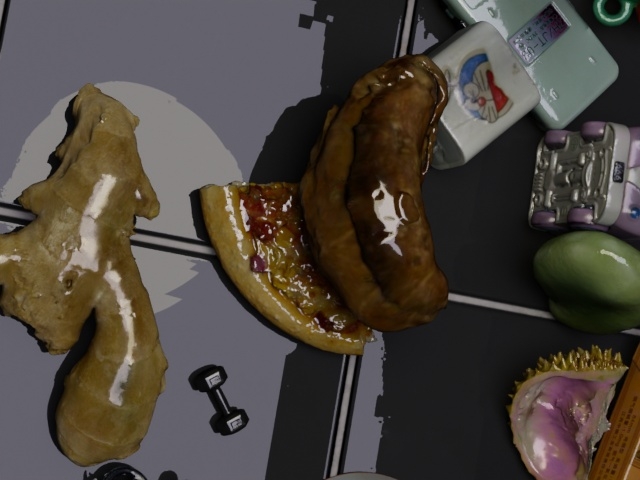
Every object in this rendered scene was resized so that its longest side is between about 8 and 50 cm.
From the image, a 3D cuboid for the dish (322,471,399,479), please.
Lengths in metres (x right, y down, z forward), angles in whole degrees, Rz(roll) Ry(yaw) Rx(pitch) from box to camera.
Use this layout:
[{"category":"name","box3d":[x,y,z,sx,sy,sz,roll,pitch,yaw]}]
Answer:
[{"category":"dish","box3d":[0.059,0.416,1.742,0.260,0.085,0.260,1,87,-17]}]

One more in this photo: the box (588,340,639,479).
[{"category":"box","box3d":[0.451,0.276,1.860,0.174,0.076,0.274,28,80,-27]}]

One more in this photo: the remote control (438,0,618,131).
[{"category":"remote control","box3d":[0.249,-0.286,1.845,0.140,0.056,0.296,-43,99,-16]}]

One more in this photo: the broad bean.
[{"category":"broad bean","box3d":[0.347,0.054,1.782,0.169,0.228,0.100,14,77,28]}]

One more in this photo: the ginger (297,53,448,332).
[{"category":"ginger","box3d":[0.062,-0.056,1.641,0.172,0.165,0.321,1,87,-5]}]

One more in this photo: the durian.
[{"category":"durian","box3d":[0.317,0.215,1.804,0.165,0.132,0.182,-24,127,-1]}]

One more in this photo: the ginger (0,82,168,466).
[{"category":"ginger","box3d":[-0.269,0.037,1.639,0.363,0.122,0.348,42,85,-1]}]

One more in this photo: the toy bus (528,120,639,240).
[{"category":"toy bus","box3d":[0.361,-0.070,1.795,0.142,0.202,0.142,12,84,-19]}]

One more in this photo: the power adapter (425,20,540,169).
[{"category":"power adapter","box3d":[0.147,-0.157,1.772,0.205,0.125,0.130,-40,100,-16]}]

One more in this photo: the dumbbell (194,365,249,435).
[{"category":"dumbbell","box3d":[-0.118,0.192,1.721,0.036,0.040,0.083,-32,98,-46]}]

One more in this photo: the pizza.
[{"category":"pizza","box3d":[0.000,0.000,1.743,0.229,0.081,0.289,-44,99,-15]}]

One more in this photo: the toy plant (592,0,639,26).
[{"category":"toy plant","box3d":[0.423,-0.472,1.847,0.279,0.185,0.400,8,101,-22]}]

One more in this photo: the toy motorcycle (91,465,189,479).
[{"category":"toy motorcycle","box3d":[-0.179,0.357,1.669,0.221,0.102,0.150,27,59,-17]}]
